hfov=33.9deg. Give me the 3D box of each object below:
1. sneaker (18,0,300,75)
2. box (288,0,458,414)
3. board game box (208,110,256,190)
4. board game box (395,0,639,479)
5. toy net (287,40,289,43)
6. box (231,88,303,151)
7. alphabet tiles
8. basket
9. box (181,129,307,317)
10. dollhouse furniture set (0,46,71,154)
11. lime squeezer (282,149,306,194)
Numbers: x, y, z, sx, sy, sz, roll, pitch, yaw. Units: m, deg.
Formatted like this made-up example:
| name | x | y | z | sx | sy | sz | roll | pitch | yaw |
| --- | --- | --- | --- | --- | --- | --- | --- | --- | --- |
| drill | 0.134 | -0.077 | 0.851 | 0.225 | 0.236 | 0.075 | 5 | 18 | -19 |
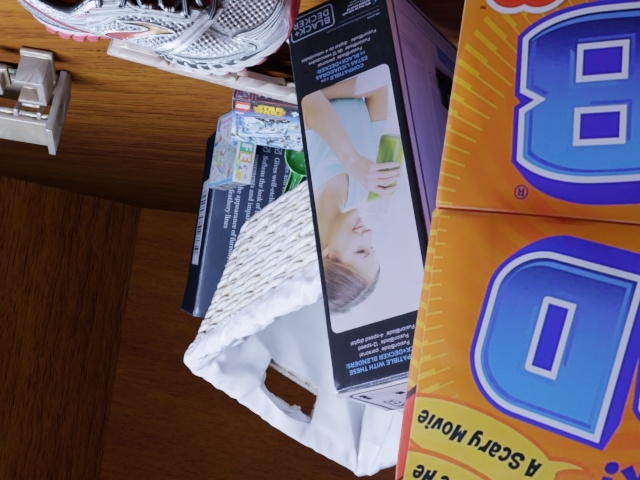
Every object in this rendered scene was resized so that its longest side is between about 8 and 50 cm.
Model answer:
| name | x | y | z | sx | sy | sz | roll | pitch | yaw |
| --- | --- | --- | --- | --- | --- | --- | --- | --- | --- |
| sneaker | -0.124 | -0.172 | 0.738 | 0.225 | 0.088 | 0.093 | 7 | 176 | 14 |
| box | 0.068 | -0.023 | 0.769 | 0.087 | 0.290 | 0.169 | -18 | 155 | 26 |
| board game box | -0.119 | -0.125 | 1.443 | 0.026 | 0.103 | 0.154 | 9 | 177 | -18 |
| board game box | 0.302 | 0.019 | 0.634 | 0.356 | 0.356 | 0.356 | 7 | 177 | 33 |
| toy net | 0.047 | -0.161 | 0.923 | 0.122 | 0.045 | 0.232 | 8 | 176 | 45 |
| box | -0.038 | -0.145 | 1.262 | 0.137 | 0.027 | 0.094 | 9 | 153 | -3 |
| alphabet tiles | -0.074 | -0.162 | 1.065 | 0.284 | 0.021 | 0.278 | 13 | -174 | -14 |
| basket | 0.067 | 0.086 | 1.352 | 0.328 | 0.266 | 0.331 | 36 | 137 | -23 |
| box | 0.000 | 0.000 | 1.679 | 0.395 | 0.294 | 0.212 | 9 | 177 | -11 |
| dollhouse furniture set | -0.407 | -0.201 | 1.269 | 0.181 | 0.101 | 0.161 | 9 | 152 | -4 |
| lime squeezer | -0.035 | -0.122 | 1.432 | 0.059 | 0.110 | 0.310 | 41 | 151 | 16 |
